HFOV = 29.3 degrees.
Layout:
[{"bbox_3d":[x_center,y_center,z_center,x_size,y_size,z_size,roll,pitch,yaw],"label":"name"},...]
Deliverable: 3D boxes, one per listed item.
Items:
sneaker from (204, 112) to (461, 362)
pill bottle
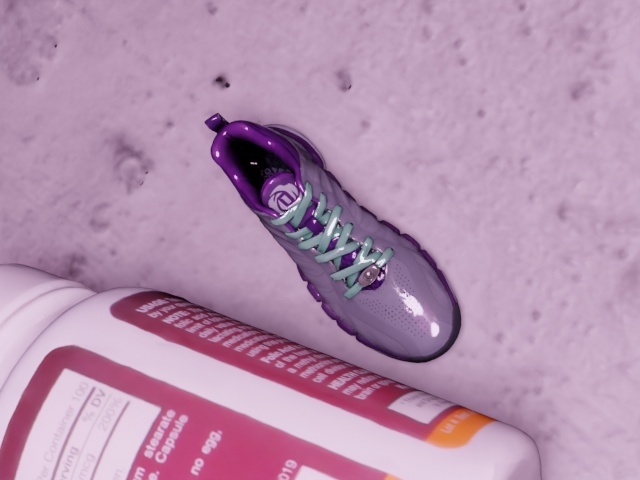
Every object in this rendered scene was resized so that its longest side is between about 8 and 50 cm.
[{"bbox_3d":[0.000,0.000,0.848,0.223,0.098,0.083,45,100,22],"label":"sneaker"},{"bbox_3d":[-0.077,0.161,0.791,0.392,0.224,0.224,19,90,24],"label":"pill bottle"}]
